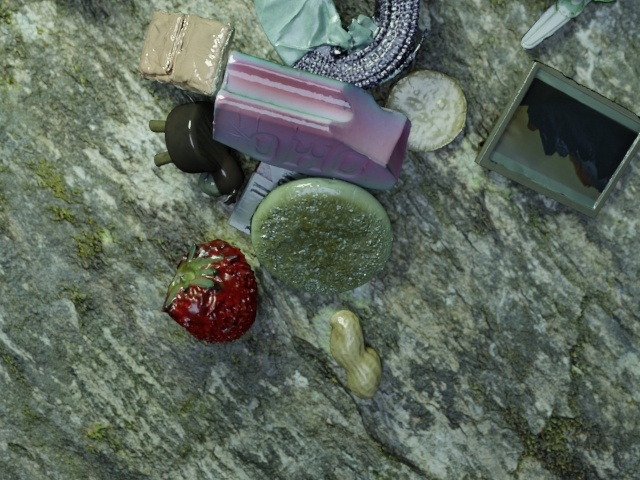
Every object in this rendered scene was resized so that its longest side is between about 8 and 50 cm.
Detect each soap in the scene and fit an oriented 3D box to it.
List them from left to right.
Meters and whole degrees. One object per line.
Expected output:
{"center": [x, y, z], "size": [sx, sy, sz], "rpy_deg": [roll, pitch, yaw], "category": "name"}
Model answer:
{"center": [-0.011, -0.186, 1.125], "size": [0.323, 0.193, 0.109], "rpy_deg": [13, 73, -7], "category": "soap"}

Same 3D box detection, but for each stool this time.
{"center": [-0.217, -0.158, 1.209], "size": [0.121, 0.125, 0.217], "rpy_deg": [-9, 125, 26], "category": "stool"}

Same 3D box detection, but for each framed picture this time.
{"center": [0.416, -0.166, 1.145], "size": [0.265, 0.018, 0.192], "rpy_deg": [21, 107, -19], "category": "framed picture"}

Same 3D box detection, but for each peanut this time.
{"center": [0.067, 0.221, 1.304], "size": [0.082, 0.082, 0.187], "rpy_deg": [-25, 101, 12], "category": "peanut"}

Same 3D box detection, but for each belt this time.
{"center": [0.025, -0.403, 1.107], "size": [0.260, 0.122, 0.325], "rpy_deg": [-22, 102, 7], "category": "belt"}

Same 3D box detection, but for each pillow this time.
{"center": [-0.232, -0.318, 1.128], "size": [0.232, 0.043, 0.126], "rpy_deg": [25, 98, 41], "category": "pillow"}

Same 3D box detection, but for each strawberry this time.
{"center": [-0.190, 0.107, 1.256], "size": [0.184, 0.187, 0.201], "rpy_deg": [-44, 127, -7], "category": "strawberry"}

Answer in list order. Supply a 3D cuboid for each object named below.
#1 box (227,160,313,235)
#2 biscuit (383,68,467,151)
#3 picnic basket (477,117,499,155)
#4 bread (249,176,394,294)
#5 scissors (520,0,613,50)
{"center": [-0.085, -0.081, 1.253], "size": [0.115, 0.036, 0.178], "rpy_deg": [29, 107, -3], "category": "box"}
{"center": [0.184, -0.229, 1.191], "size": [0.151, 0.020, 0.152], "rpy_deg": [2, 106, 5], "category": "biscuit"}
{"center": [0.306, -0.170, 1.167], "size": [0.071, 0.072, 0.083], "rpy_deg": [-1, 116, 6], "category": "picnic basket"}
{"center": [0.000, 0.000, 1.223], "size": [0.266, 0.041, 0.267], "rpy_deg": [2, 127, 3], "category": "bread"}
{"center": [0.414, -0.394, 1.115], "size": [0.204, 0.027, 0.101], "rpy_deg": [-41, 94, 14], "category": "scissors"}
